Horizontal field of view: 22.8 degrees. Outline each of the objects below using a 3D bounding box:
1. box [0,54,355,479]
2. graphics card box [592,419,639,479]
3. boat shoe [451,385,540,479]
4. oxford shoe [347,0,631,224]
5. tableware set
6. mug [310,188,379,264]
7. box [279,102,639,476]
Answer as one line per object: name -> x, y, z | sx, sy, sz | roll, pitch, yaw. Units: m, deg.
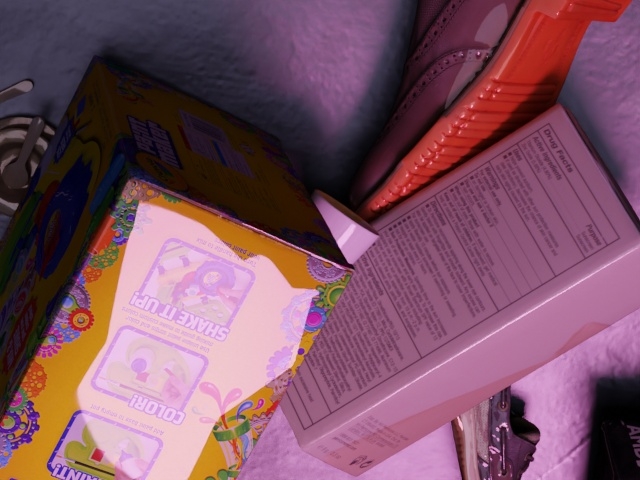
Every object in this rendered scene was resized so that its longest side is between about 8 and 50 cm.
box -> -0.142, 0.053, 1.202 | 0.177, 0.290, 0.279 | 23, 105, -21
graphics card box -> 0.417, 0.270, 1.376 | 0.371, 0.094, 0.233 | 2, 122, -1
boat shoe -> 0.153, 0.172, 1.370 | 0.073, 0.080, 0.223 | -11, 103, 7
oxford shoe -> 0.125, -0.158, 1.267 | 0.133, 0.130, 0.363 | 49, 114, 25
tableware set -> -0.296, -0.034, 1.315 | 0.194, 0.039, 0.128 | -25, 106, 6
mug -> 0.003, 0.002, 1.239 | 0.062, 0.078, 0.064 | 34, 97, -5
box -> 0.108, 0.044, 1.271 | 0.311, 0.121, 0.148 | -31, 62, 11
